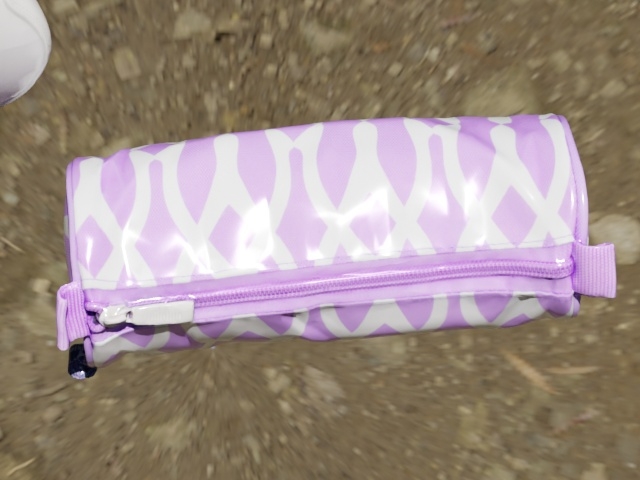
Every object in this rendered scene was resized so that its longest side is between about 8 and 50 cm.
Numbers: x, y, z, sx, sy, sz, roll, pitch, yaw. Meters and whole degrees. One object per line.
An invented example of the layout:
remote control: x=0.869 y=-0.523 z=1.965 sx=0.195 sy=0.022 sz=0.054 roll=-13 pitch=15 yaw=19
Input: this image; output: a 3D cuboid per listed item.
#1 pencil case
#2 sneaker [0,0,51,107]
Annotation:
pencil case: x=0.000 y=0.000 z=0.687 sx=0.206 sy=0.088 sz=0.086 roll=-8 pitch=110 yaw=0
sneaker: x=-0.168 y=-0.055 z=0.599 sx=0.115 sy=0.232 sz=0.090 roll=49 pitch=117 yaw=26
